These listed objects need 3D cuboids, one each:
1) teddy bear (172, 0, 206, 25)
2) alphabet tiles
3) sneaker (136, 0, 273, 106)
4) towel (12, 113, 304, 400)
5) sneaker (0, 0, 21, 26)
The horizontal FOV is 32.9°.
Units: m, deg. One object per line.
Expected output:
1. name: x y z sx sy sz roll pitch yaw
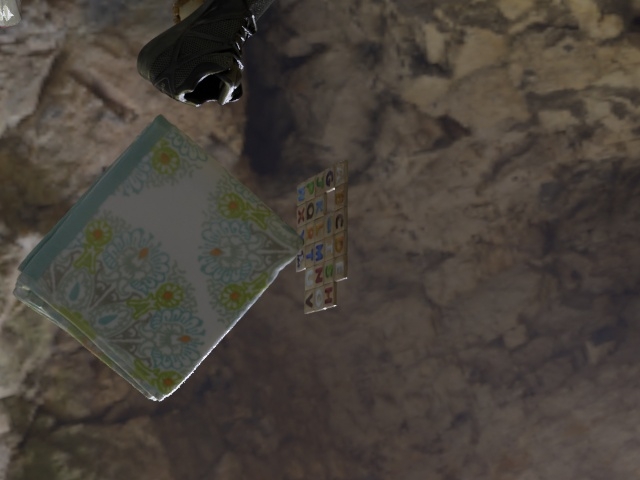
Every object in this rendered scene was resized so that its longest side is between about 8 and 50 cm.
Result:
1. teddy bear: -0.193 -0.487 1.766 0.245 0.113 0.338 -45 -114 22
2. alphabet tiles: 0.000 0.000 1.831 0.198 0.009 0.237 158 -65 -63
3. sneaker: -0.115 -0.257 1.412 0.130 0.227 0.087 42 -17 21
4. towel: -0.264 0.036 1.749 0.320 0.374 0.090 42 2 -13
5. sneaker: -0.357 -0.375 1.320 0.103 0.111 0.252 58 -38 42
